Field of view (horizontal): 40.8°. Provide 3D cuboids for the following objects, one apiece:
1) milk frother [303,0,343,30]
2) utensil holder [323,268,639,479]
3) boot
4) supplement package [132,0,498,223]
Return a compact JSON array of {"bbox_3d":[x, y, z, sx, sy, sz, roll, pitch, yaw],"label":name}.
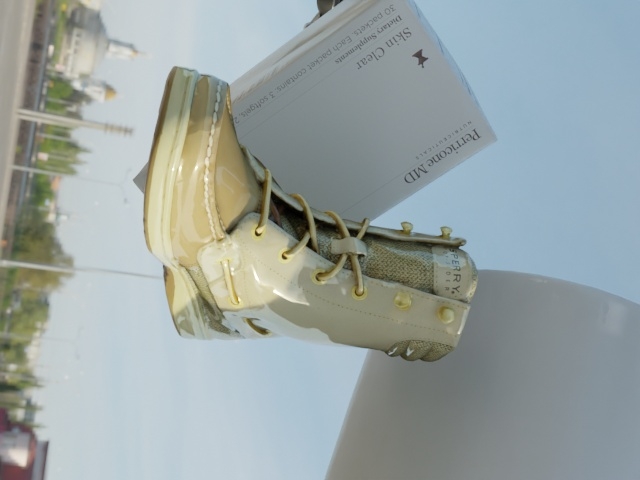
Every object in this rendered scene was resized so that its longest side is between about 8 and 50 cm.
[{"bbox_3d":[0.021,-0.319,1.113,0.143,0.129,0.134,26,-107,43],"label":"milk frother"},{"bbox_3d":[0.144,0.260,0.711,0.327,0.328,0.385,-42,-153,62],"label":"utensil holder"},{"bbox_3d":[0.000,0.000,0.545,0.262,0.203,0.095,93,7,-56],"label":"boot"},{"bbox_3d":[-0.002,-0.099,0.768,0.262,0.145,0.204,-34,-163,15],"label":"supplement package"}]
